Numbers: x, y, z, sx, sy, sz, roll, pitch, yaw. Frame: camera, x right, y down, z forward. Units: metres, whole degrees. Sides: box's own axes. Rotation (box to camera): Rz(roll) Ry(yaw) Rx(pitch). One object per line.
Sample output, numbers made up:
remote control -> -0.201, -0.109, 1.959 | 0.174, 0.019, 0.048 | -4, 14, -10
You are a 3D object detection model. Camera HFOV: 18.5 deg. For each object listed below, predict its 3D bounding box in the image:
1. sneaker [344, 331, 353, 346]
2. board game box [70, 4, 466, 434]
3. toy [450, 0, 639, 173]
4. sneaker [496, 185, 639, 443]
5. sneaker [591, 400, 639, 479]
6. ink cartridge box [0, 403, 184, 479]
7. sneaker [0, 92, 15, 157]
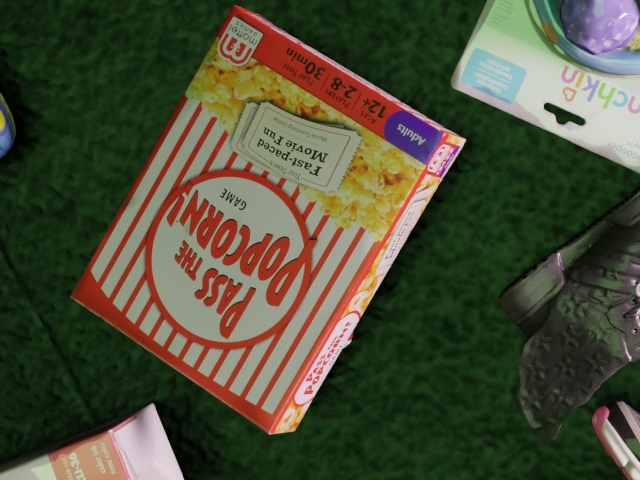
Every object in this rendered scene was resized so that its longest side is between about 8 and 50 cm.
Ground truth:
sneaker -> 0.000, 0.000, 1.139 | 0.067, 0.042, 0.118 | -35, 85, 11
board game box -> -0.031, -0.011, 1.103 | 0.147, 0.045, 0.193 | 32, 98, 18
toy -> 0.181, -0.168, 1.102 | 0.137, 0.056, 0.237 | 25, 95, 7
sneaker -> 0.169, 0.034, 1.115 | 0.170, 0.051, 0.089 | -38, 87, 12
sneaker -> 0.232, 0.135, 1.102 | 0.170, 0.063, 0.075 | 38, 97, 0
ink cartridge box -> -0.186, 0.164, 1.134 | 0.198, 0.115, 0.067 | -22, 90, 8
sneaker -> -0.256, -0.117, 1.159 | 0.078, 0.067, 0.188 | -32, 90, 2
